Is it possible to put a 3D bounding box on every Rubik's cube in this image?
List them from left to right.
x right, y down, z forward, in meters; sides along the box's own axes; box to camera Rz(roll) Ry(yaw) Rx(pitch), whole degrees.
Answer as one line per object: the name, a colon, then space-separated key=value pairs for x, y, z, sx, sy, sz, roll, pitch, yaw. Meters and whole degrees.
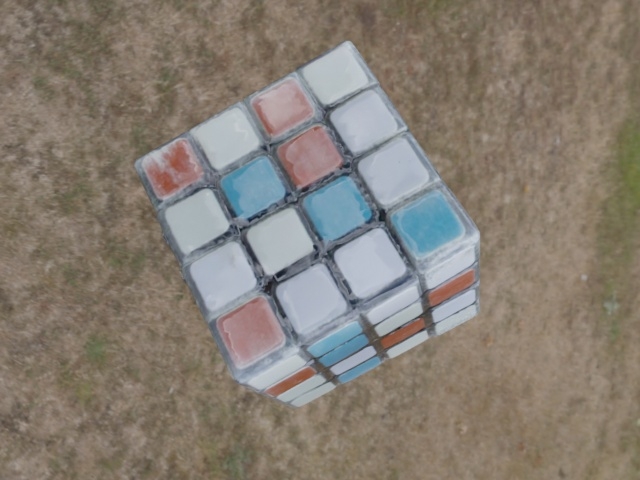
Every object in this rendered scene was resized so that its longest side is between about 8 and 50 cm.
Rubik's cube: x=-0.001 y=0.000 z=0.786 sx=0.253 sy=0.259 sz=0.256 roll=-28 pitch=158 yaw=1
